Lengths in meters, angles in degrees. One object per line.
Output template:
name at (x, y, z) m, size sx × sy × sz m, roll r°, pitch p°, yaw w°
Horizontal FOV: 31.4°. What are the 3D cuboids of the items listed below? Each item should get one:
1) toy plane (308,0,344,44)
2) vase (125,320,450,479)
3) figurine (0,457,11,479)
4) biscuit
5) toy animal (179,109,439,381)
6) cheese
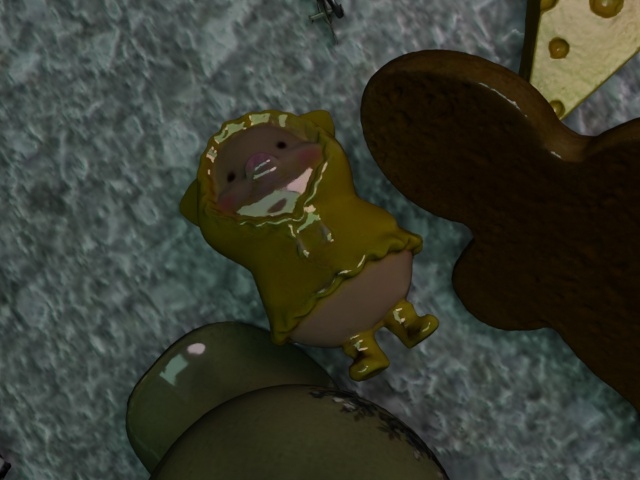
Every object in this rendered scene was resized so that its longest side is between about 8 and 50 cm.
toy plane at (-0.008, -0.218, 0.938) m, size 0.031 × 0.049 × 0.120 m, roll -22°, pitch 110°, yaw 3°
vase at (0.005, 0.234, 0.871) m, size 0.329 × 0.302 × 0.241 m, roll 37°, pitch 94°, yaw -18°
figurine at (-0.369, 0.151, 0.944) m, size 0.229 × 0.112 × 0.137 m, roll 36°, pitch 89°, yaw -10°
biscuit at (0.216, 0.002, 0.855) m, size 0.432 × 0.283 × 0.064 m, roll 39°, pitch 54°, yaw -2°
toy animal at (-0.005, 0.002, 0.902) m, size 0.156 × 0.156 × 0.229 m, roll -36°, pitch 70°, yaw 3°
cheese at (0.192, -0.141, 0.914) m, size 0.126 × 0.093 × 0.171 m, roll 29°, pitch 95°, yaw -1°
